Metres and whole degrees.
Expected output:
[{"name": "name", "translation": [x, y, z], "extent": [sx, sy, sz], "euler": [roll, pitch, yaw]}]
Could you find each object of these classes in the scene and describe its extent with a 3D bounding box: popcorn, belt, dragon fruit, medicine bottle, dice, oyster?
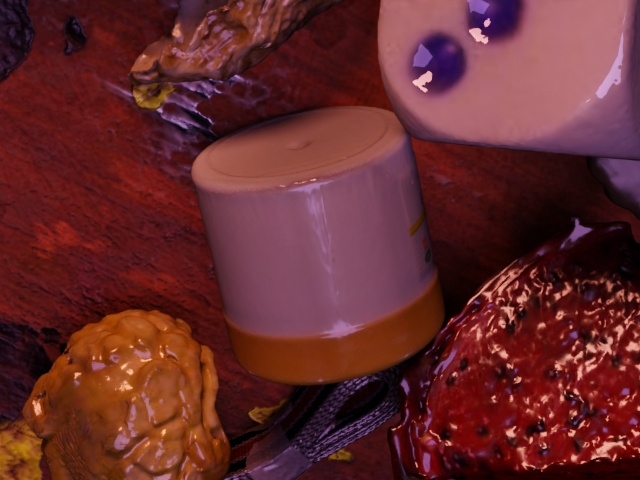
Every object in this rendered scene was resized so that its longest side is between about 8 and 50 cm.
[{"name": "popcorn", "translation": [-0.215, 0.206, 1.569], "extent": [0.250, 0.190, 0.250], "euler": [-3, 84, 29]}, {"name": "belt", "translation": [-0.038, 0.240, 1.664], "extent": [0.359, 0.094, 0.126], "euler": [-40, 114, 11]}, {"name": "dragon fruit", "translation": [0.236, 0.158, 1.567], "extent": [0.329, 0.228, 0.286], "euler": [-17, 73, 12]}, {"name": "medicine bottle", "translation": [0.000, 0.000, 1.491], "extent": [0.238, 0.238, 0.232], "euler": [-12, 112, -2]}, {"name": "dice", "translation": [0.227, -0.212, 1.383], "extent": [0.259, 0.243, 0.251], "euler": [9, 97, 32]}, {"name": "oyster", "translation": [-0.048, -0.259, 1.438], "extent": [0.341, 0.166, 0.110], "euler": [-40, 103, -8]}]

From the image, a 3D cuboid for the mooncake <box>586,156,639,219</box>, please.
[{"name": "mooncake", "translation": [0.391, -0.137, 1.546], "extent": [0.228, 0.124, 0.228], "euler": [0, 112, -1]}]
